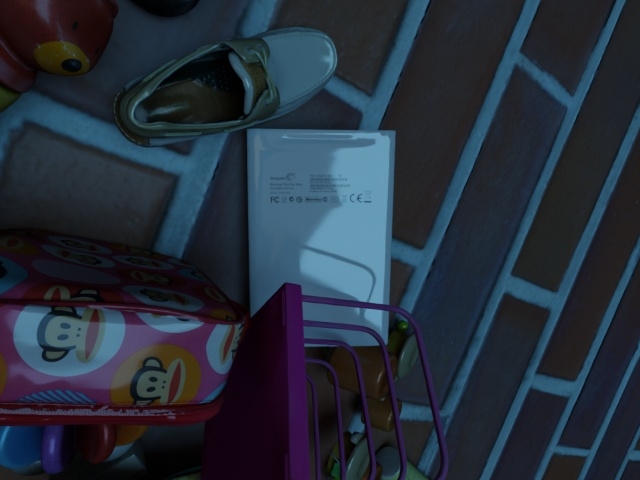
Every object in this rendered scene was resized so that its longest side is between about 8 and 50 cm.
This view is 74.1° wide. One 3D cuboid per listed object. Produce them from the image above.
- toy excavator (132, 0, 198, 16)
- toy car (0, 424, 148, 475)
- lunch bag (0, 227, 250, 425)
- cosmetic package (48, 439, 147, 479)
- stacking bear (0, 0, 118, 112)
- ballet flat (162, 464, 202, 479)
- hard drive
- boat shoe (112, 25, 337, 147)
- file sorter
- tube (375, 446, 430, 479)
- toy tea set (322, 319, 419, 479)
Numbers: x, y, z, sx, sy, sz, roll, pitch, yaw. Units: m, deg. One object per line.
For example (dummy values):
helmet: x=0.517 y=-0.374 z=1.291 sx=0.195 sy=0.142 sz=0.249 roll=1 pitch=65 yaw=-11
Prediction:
toy excavator: x=-0.108 y=-0.472 z=0.403 sx=0.433 sy=0.222 sz=0.445 roll=8 pitch=91 yaw=-29
toy car: x=-0.295 y=0.212 z=0.506 sx=0.182 sy=0.136 sz=0.159 roll=2 pitch=102 yaw=-27
lunch bag: x=-0.201 y=0.070 z=0.431 sx=0.258 sy=0.293 sz=0.120 roll=12 pitch=93 yaw=-28
cosmetic package: x=-0.301 y=0.317 z=0.575 sx=0.115 sy=0.060 sz=0.041 roll=-26 pitch=115 yaw=-18
stacking bear: x=-0.321 y=-0.167 z=0.357 sx=0.289 sy=0.175 sz=0.164 roll=-25 pitch=79 yaw=-7
ballet flat: x=-0.218 y=0.366 z=0.541 sx=0.348 sy=0.123 sz=0.123 roll=28 pitch=90 yaw=-50
hard drive: x=0.000 y=0.000 z=0.608 sx=0.203 sy=0.040 sz=0.307 roll=0 pitch=100 yaw=-3
boat shoe: x=-0.097 y=-0.189 z=0.523 sx=0.302 sy=0.103 sz=0.113 roll=-30 pitch=114 yaw=-17
file sorter: x=-0.017 y=0.214 z=0.520 sx=0.182 sy=0.290 sz=0.202 roll=12 pitch=55 yaw=-25
tube: x=0.189 y=0.507 z=0.874 sx=0.070 sy=0.062 sz=0.240 roll=-20 pitch=124 yaw=23
toy tea set: x=0.058 y=0.295 z=0.743 sx=0.200 sy=0.124 sz=0.336 roll=12 pitch=95 yaw=-58
